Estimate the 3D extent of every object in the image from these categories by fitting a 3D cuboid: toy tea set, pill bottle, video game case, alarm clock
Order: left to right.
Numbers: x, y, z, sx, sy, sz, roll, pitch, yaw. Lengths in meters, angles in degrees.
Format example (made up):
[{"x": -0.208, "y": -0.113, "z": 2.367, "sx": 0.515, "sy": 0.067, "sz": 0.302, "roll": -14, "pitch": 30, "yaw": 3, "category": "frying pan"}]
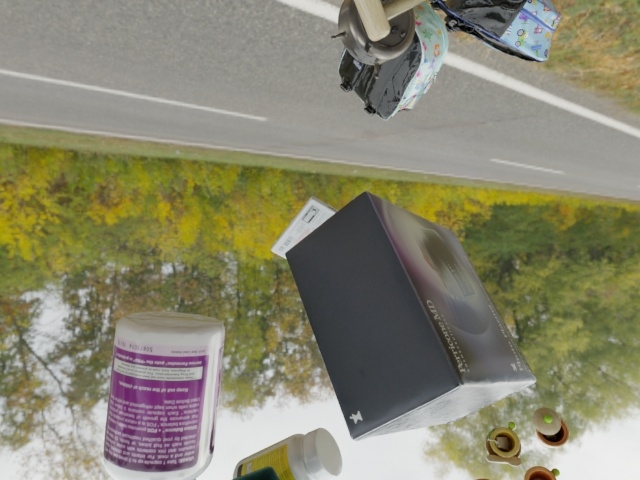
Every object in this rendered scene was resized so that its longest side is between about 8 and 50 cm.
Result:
[{"x": -0.246, "y": 0.271, "z": 0.793, "sx": 0.169, "sy": 0.301, "sz": 0.169, "roll": 5, "pitch": 178, "yaw": 0, "category": "pill bottle"}, {"x": -0.067, "y": 0.474, "z": 1.048, "sx": 0.208, "sy": 0.119, "sz": 0.119, "roll": -32, "pitch": 173, "yaw": 18, "category": "pill bottle"}, {"x": 0.000, "y": 0.000, "z": 1.315, "sx": 0.183, "sy": 0.201, "sz": 0.023, "roll": 30, "pitch": -147, "yaw": -17, "category": "video game case"}, {"x": 0.108, "y": -0.388, "z": 0.866, "sx": 0.129, "sy": 0.192, "sz": 0.064, "roll": 33, "pitch": 168, "yaw": -23, "category": "alarm clock"}, {"x": 0.461, "y": 0.537, "z": 1.177, "sx": 0.200, "sy": 0.336, "sz": 0.124, "roll": 16, "pitch": 154, "yaw": 24, "category": "toy tea set"}]

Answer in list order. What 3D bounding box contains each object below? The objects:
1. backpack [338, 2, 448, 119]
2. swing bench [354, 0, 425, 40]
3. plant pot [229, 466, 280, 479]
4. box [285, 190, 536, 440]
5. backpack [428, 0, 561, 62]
[{"x": 0.180, "y": -0.445, "z": 1.198, "sx": 0.191, "sy": 0.225, "sz": 0.253, "roll": -32, "pitch": 163, "yaw": -27, "category": "backpack"}, {"x": 0.063, "y": -0.343, "z": 0.423, "sx": 0.165, "sy": 0.254, "sz": 0.253, "roll": -34, "pitch": -170, "yaw": 39, "category": "swing bench"}, {"x": -0.152, "y": 0.563, "z": 0.892, "sx": 0.166, "sy": 0.234, "sz": 0.165, "roll": 2, "pitch": -148, "yaw": -43, "category": "plant pot"}, {"x": 0.141, "y": 0.118, "z": 0.777, "sx": 0.183, "sy": 0.296, "sz": 0.294, "roll": -38, "pitch": 148, "yaw": 27, "category": "box"}, {"x": 0.255, "y": -0.326, "z": 0.695, "sx": 0.173, "sy": 0.117, "sz": 0.158, "roll": 21, "pitch": -146, "yaw": -15, "category": "backpack"}]
